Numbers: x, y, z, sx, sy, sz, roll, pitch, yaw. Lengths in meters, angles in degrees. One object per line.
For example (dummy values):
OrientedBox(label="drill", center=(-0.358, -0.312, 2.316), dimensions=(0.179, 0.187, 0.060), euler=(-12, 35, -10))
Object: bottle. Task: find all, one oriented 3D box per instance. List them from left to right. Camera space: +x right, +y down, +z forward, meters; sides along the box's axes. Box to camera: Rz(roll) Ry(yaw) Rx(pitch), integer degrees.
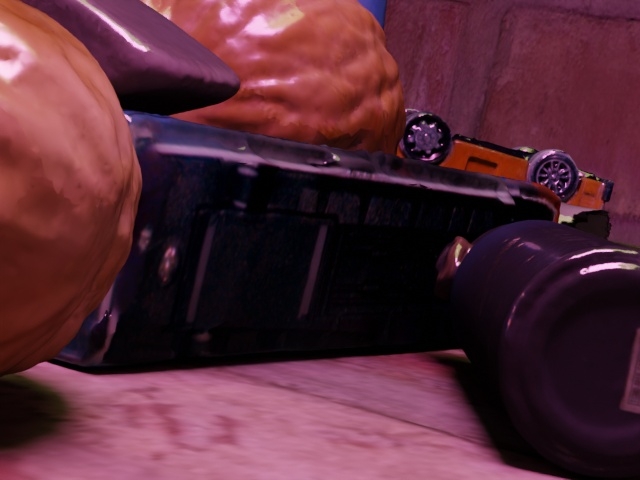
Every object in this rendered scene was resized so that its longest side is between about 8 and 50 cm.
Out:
OrientedBox(label="bottle", center=(0.087, 0.030, 0.612), dimensions=(0.082, 0.072, 0.244), euler=(20, 3, 0))

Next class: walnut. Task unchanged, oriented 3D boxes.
OrientedBox(label="walnut", center=(-0.054, -0.068, 0.867), dimensions=(0.213, 0.213, 0.213), euler=(11, 4, -1))

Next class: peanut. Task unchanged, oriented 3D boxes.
OrientedBox(label="peanut", center=(-0.127, -0.015, 0.469), dimensions=(0.120, 0.110, 0.236), euler=(-24, 13, -26))

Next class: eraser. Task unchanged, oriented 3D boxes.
OrientedBox(label="eraser", center=(-0.205, -0.058, 0.673), dimensions=(0.352, 0.061, 0.089), euler=(-8, -4, 21))

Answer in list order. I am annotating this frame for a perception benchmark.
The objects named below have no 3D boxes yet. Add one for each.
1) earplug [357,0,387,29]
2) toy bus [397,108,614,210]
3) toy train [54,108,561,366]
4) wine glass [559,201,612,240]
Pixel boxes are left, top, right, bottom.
OrientedBox(label="earplug", center=(-0.012, -0.138, 1.277), dimensions=(0.132, 0.273, 0.132), euler=(11, 3, -1))
OrientedBox(label="toy bus", center=(0.089, -0.027, 1.139), dimensions=(0.201, 0.114, 0.098), euler=(16, 4, -8))
OrientedBox(label="toy train", center=(0.000, 0.000, 0.710), dimensions=(0.089, 0.086, 0.409), euler=(11, 4, 27))
OrientedBox(label="wine glass", center=(0.081, -0.002, 1.015), dimensions=(0.195, 0.079, 0.079), euler=(10, 4, 18))
